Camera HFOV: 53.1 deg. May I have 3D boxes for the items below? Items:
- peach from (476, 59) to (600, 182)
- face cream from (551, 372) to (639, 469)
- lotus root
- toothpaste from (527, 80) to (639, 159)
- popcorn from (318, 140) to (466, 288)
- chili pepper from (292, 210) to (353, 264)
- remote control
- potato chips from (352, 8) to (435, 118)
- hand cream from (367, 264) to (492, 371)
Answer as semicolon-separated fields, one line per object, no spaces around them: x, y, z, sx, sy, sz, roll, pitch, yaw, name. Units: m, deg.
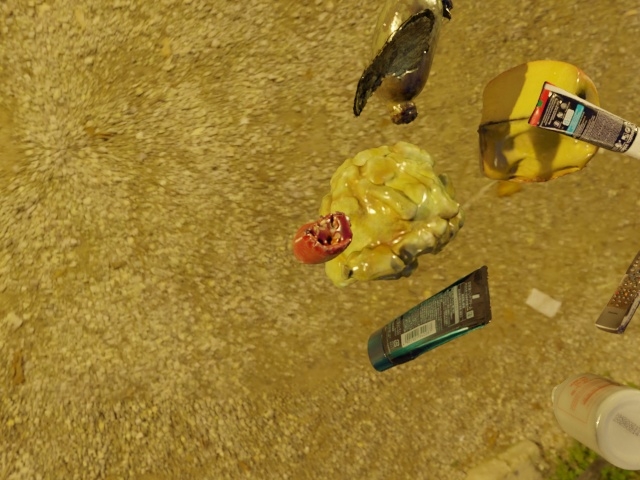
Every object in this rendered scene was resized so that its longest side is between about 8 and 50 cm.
0.600;-0.323;1.805;0.306;0.380;0.242;42;51;-34;peach
0.389;0.241;0.911;0.101;0.251;0.101;0;87;1;face cream
0.183;-0.409;1.388;0.173;0.173;0.309;9;96;-23;lotus root
0.419;-0.179;0.982;0.194;0.045;0.071;20;92;-1;toothpaste
0.138;-0.056;1.331;0.335;0.274;0.279;-10;80;-36;popcorn
0.000;0.000;0.932;0.070;0.123;0.073;31;75;-9;chili pepper
0.575;0.081;1.167;0.028;0.059;0.212;44;76;-21;remote control
0.129;-0.315;1.152;0.029;0.202;0.220;41;86;12;potato chips
0.190;0.147;1.129;0.061;0.270;0.120;32;43;-22;hand cream
